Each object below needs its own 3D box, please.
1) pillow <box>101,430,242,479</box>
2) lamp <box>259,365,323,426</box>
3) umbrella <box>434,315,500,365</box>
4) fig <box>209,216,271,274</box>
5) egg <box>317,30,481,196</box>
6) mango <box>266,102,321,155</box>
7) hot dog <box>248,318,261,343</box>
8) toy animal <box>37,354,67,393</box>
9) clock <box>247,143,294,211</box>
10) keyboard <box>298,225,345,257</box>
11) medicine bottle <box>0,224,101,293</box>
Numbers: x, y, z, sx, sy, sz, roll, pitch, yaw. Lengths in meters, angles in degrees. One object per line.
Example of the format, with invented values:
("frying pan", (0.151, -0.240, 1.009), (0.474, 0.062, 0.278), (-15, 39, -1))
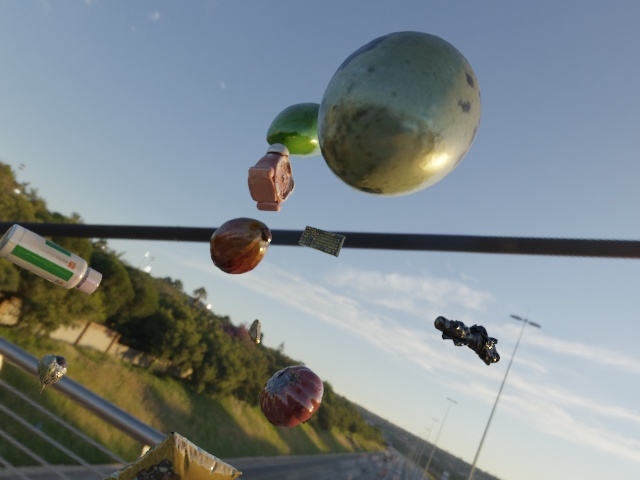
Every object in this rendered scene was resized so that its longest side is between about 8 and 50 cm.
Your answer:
("pillow", (-0.466, 0.749, 1.519), (0.312, 0.310, 0.119), (49, 7, -32))
("lamp", (-0.075, 0.428, 1.308), (0.182, 0.182, 0.140), (4, -54, 55))
("umbrella", (0.385, 0.247, 1.248), (0.224, 0.080, 0.071), (29, -48, -25))
("fig", (-0.318, 0.018, 1.947), (0.224, 0.263, 0.224), (46, 2, -3))
("egg", (0.169, -0.272, 1.077), (0.344, 0.428, 0.345), (28, -36, 22))
("mango", (-0.066, -0.390, 1.725), (0.225, 0.201, 0.382), (18, 25, 23))
("hot dog", (-0.202, 0.278, 1.465), (0.090, 0.034, 0.030), (-98, 171, -59))
("toy animal", (-0.953, 0.473, 1.711), (0.098, 0.137, 0.098), (6, 5, -1))
("clock", (-0.139, -0.183, 1.390), (0.092, 0.162, 0.166), (6, -53, 21))
("keyboard", (0.001, 0.000, 1.222), (0.014, 0.055, 0.176), (26, -4, -34))
("medicine bottle", (-0.734, 0.060, 1.315), (0.260, 0.095, 0.095), (39, -20, -33))
